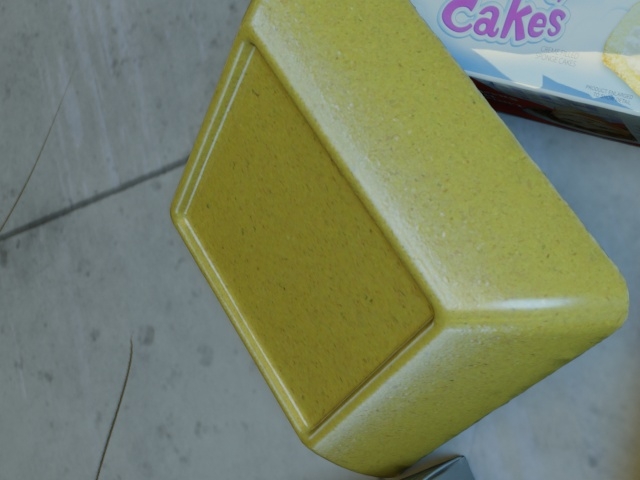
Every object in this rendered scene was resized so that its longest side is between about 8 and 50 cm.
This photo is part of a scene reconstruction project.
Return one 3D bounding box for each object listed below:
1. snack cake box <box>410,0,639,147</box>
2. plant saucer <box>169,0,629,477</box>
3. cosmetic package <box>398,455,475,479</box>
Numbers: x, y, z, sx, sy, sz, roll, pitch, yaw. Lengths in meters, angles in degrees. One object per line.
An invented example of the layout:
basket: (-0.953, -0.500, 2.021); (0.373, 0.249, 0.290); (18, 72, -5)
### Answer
snack cake box: (0.194, -0.119, 0.530); (0.265, 0.152, 0.089); (20, 98, 26)
plant saucer: (0.000, 0.000, 0.580); (0.332, 0.081, 0.332); (57, 145, 17)
cosmetic package: (0.014, 0.266, 0.633); (0.238, 0.127, 0.107); (-27, 77, 23)
